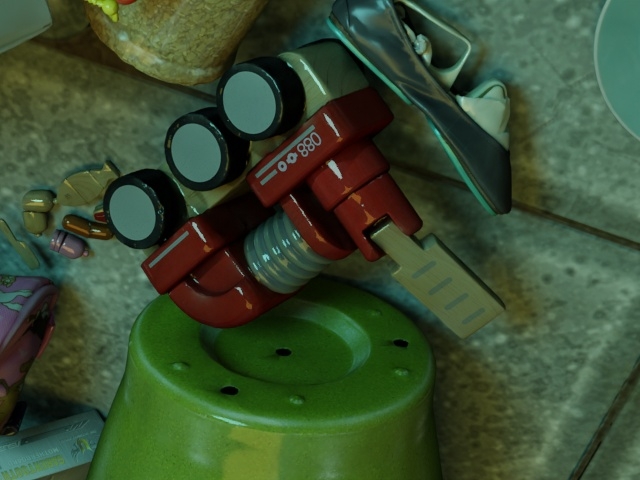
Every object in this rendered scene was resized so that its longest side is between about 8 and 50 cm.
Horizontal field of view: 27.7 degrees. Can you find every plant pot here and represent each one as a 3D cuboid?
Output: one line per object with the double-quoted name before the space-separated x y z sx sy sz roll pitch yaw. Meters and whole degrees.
"plant pot" -0.045 0.227 1.069 0.366 0.366 0.353 11 115 7

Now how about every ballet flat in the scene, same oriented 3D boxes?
"ballet flat" 0.091 -0.108 0.931 0.074 0.074 0.203 -34 105 32

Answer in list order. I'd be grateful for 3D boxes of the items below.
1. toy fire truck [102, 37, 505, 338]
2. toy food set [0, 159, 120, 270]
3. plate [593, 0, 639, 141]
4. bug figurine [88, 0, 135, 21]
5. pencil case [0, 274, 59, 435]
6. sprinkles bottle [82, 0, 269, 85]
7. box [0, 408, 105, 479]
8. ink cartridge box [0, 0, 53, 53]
"toy fire truck" 0.000 0.000 0.969 0.217 0.158 0.246 -39 84 33
"toy food set" -0.210 -0.020 1.109 0.122 0.019 0.078 -21 118 19
"plate" 0.282 -0.133 0.887 0.188 0.024 0.188 7 127 9
"bug figurine" -0.164 -0.275 0.797 0.279 0.072 0.216 40 125 25
"pencil case" -0.428 0.048 1.124 0.386 0.160 0.167 18 151 2
"sprinkles bottle" -0.029 -0.259 0.818 0.121 0.121 0.355 32 128 -9
"box" -0.321 0.257 1.221 0.056 0.231 0.183 54 131 24
"ink cartridge box" -0.392 -0.214 0.802 0.384 0.160 0.279 -4 112 32
